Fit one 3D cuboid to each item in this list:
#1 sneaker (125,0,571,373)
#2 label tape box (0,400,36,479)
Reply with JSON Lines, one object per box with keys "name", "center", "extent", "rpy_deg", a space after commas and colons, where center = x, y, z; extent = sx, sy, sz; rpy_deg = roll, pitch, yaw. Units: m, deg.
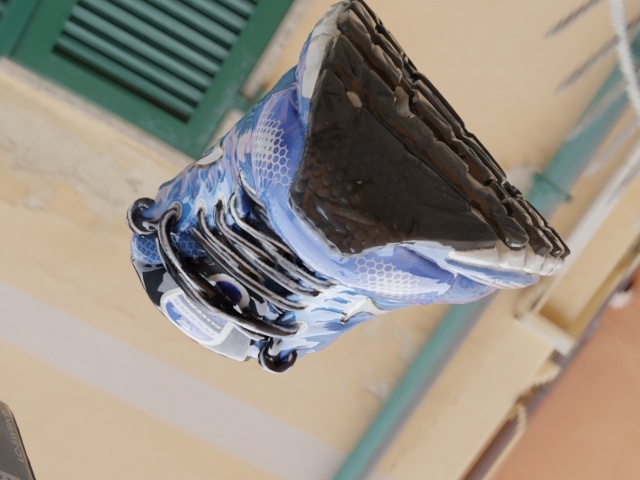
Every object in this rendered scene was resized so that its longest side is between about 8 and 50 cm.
{"name": "sneaker", "center": [0.000, 0.000, 0.590], "extent": [0.130, 0.147, 0.330], "rpy_deg": [50, 180, 0]}
{"name": "label tape box", "center": [-0.323, 0.124, 0.627], "extent": [0.333, 0.240, 0.106], "rpy_deg": [36, -161, -48]}
